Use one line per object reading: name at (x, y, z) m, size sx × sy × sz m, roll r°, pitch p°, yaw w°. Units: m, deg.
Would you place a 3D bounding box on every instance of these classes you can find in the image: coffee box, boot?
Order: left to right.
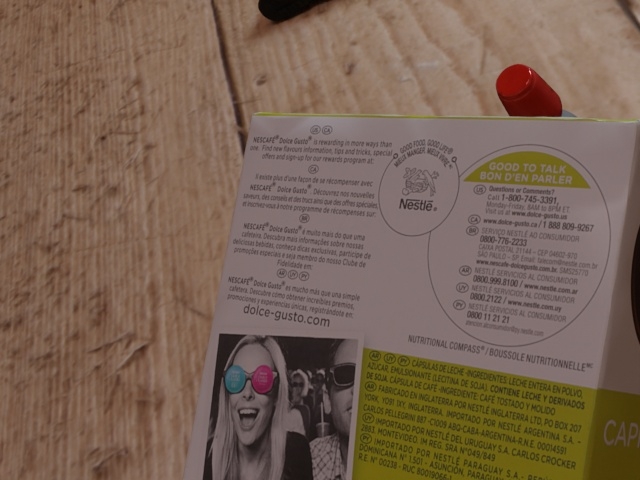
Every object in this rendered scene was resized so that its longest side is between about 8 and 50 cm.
boot at (-0.005, -0.432, 1.819) m, size 0.198 × 0.077 × 0.137 m, roll -18°, pitch 40°, yaw 23°
coffee box at (0.147, 0.096, 0.927) m, size 0.338 × 0.337 × 0.334 m, roll 6°, pitch 83°, yaw 41°

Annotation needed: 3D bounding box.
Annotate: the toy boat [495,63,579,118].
toy boat at (0.284, -0.053, 1.210) m, size 0.267 × 0.148 × 0.318 m, roll -36°, pitch 47°, yaw 12°
